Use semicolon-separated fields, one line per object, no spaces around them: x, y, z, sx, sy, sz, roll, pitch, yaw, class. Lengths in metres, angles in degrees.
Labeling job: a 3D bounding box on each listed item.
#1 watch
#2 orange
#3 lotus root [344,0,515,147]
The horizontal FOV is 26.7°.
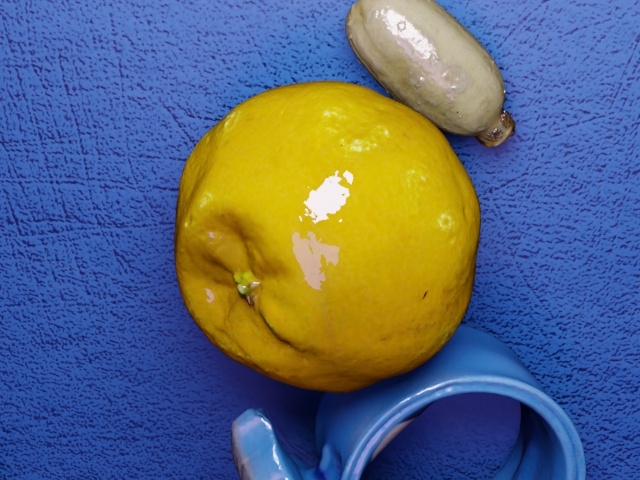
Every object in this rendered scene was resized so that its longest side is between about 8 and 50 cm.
0.079;0.197;1.267;0.274;0.241;0.305;-44;116;6;watch
0.000;0.000;1.158;0.279;0.235;0.279;13;124;21;orange
0.099;-0.146;1.169;0.183;0.077;0.090;44;154;-12;lotus root
